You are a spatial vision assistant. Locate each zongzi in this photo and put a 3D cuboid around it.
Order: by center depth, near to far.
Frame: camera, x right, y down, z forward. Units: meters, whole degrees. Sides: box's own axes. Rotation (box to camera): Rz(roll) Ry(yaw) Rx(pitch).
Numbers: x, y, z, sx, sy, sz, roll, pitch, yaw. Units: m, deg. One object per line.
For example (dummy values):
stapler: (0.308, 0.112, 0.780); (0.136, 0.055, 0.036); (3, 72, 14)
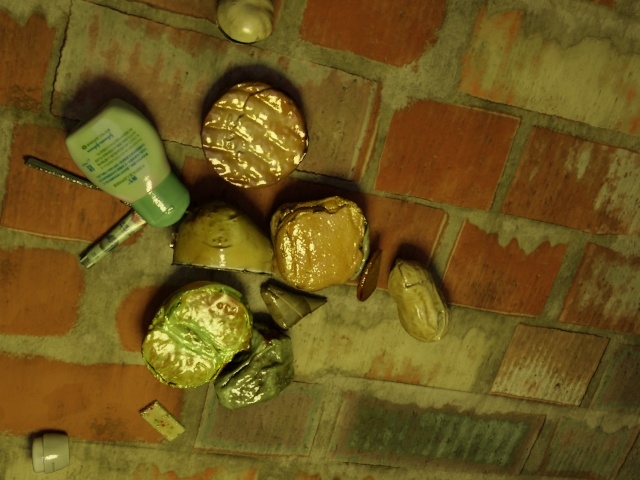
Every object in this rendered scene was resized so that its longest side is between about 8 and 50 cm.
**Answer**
zongzi: (-0.082, 0.172, 1.982); (0.176, 0.078, 0.160); (-31, 115, -11)

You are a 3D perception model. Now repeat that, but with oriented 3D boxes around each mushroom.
mushroom: (-0.188, -0.564, 1.639); (0.154, 0.122, 0.154); (4, 69, -11)

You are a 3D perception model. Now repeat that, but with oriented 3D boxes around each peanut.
peanut: (0.303, 0.186, 2.032); (0.174, 0.158, 0.340); (-43, 117, -37)

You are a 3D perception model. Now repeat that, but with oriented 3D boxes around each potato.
potato: (-0.248, -0.004, 1.787); (0.299, 0.246, 0.196); (13, 84, -44)

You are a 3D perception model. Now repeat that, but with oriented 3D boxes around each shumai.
shumai: (-0.216, 0.368, 1.950); (0.260, 0.225, 0.222); (-24, 108, -29)

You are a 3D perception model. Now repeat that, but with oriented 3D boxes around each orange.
orange: (-0.362, 0.255, 1.879); (0.262, 0.196, 0.334); (28, 107, -36)

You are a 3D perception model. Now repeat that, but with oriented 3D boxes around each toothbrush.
toothbrush: (-0.640, -0.156, 1.737); (0.297, 0.030, 0.030); (22, 115, -21)

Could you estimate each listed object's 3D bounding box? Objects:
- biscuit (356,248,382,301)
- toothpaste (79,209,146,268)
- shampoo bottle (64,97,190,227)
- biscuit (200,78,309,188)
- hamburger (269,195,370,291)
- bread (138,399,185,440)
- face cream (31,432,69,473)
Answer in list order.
biscuit: (0.143, 0.118, 1.963); (0.126, 0.025, 0.206); (-50, 157, -33)
toothpaste: (-0.569, -0.010, 1.809); (0.239, 0.039, 0.062); (-40, 108, 2)
shampoo bottle: (-0.482, -0.185, 1.696); (0.222, 0.151, 0.349); (-34, 114, 7)
biscuit: (-0.180, -0.286, 1.757); (0.296, 0.102, 0.296); (-5, 110, -15)
hamburger: (0.000, 0.000, 1.874); (0.318, 0.158, 0.319); (-10, 118, -18)
bread: (-0.501, 0.575, 2.064); (0.068, 0.028, 0.154); (-36, 117, 0)
face cream: (-0.816, 0.643, 1.967); (0.104, 0.117, 0.117); (-4, 112, -22)
